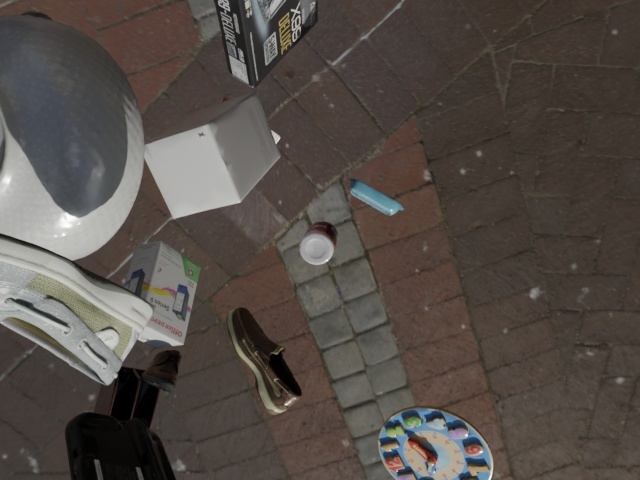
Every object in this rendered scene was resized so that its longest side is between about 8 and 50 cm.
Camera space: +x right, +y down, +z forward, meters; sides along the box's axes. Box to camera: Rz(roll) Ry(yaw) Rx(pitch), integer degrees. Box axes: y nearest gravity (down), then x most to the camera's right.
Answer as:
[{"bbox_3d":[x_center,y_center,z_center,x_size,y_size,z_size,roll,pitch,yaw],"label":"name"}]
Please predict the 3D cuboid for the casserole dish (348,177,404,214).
[{"bbox_3d":[0.158,-0.125,1.599,0.188,0.114,0.037,29,89,1],"label":"casserole dish"}]

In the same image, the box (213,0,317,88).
[{"bbox_3d":[-0.102,-0.494,1.067,0.076,0.307,0.242,33,69,14],"label":"box"}]

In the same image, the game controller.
[{"bbox_3d":[-0.290,0.370,0.809,0.166,0.319,0.067,21,98,-35],"label":"game controller"}]

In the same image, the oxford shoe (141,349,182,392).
[{"bbox_3d":[-0.387,0.315,1.333,0.082,0.227,0.096,34,77,-19],"label":"oxford shoe"}]

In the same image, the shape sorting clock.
[{"bbox_3d":[0.203,0.388,0.968,0.206,0.040,0.207,11,117,22],"label":"shape sorting clock"}]

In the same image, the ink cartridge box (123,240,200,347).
[{"bbox_3d":[-0.386,0.131,1.288,0.093,0.213,0.154,-9,147,28],"label":"ink cartridge box"}]

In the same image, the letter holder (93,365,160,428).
[{"bbox_3d":[-0.551,0.524,1.500,0.151,0.214,0.302,17,81,-25],"label":"letter holder"}]

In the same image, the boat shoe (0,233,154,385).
[{"bbox_3d":[-0.279,0.060,0.493,0.118,0.320,0.103,10,72,21],"label":"boat shoe"}]

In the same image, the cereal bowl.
[{"bbox_3d":[-0.411,-0.128,0.708,0.338,0.141,0.340,2,98,17],"label":"cereal bowl"}]

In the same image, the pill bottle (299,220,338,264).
[{"bbox_3d":[0.000,0.000,1.359,0.085,0.152,0.086,2,105,8],"label":"pill bottle"}]

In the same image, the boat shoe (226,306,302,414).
[{"bbox_3d":[-0.120,0.259,1.229,0.095,0.095,0.258,-32,82,23],"label":"boat shoe"}]

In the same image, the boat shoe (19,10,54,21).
[{"bbox_3d":[-0.572,-0.372,1.058,0.116,0.319,0.099,-1,80,-30],"label":"boat shoe"}]

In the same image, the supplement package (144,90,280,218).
[{"bbox_3d":[-0.236,-0.201,1.222,0.175,0.293,0.178,-12,113,20],"label":"supplement package"}]

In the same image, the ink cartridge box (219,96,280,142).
[{"bbox_3d":[-0.223,-0.298,1.529,0.198,0.067,0.115,31,114,-20],"label":"ink cartridge box"}]
